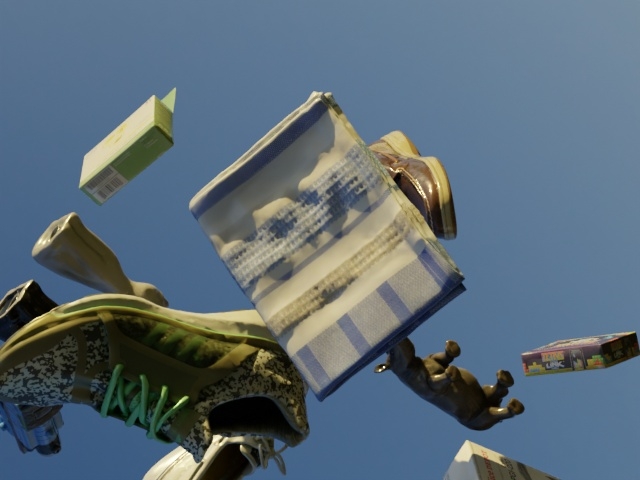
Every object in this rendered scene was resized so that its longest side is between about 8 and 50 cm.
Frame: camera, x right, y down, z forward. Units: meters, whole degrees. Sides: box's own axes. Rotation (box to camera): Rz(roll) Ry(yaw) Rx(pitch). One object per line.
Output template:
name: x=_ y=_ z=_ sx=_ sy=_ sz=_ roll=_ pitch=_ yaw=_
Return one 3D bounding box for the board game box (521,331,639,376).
board game box: x=0.481 y=0.210 z=2.216 sx=0.141 sy=0.170 sz=0.048 roll=-8 pitch=-94 yaw=-50

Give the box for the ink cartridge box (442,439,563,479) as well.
ink cartridge box: x=0.298 y=0.401 z=1.761 sx=0.218 sy=0.092 sz=0.158 roll=22 pitch=-163 yaw=-9

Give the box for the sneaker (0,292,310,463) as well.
sneaker: x=-0.183 y=0.176 z=1.421 sx=0.411 sy=0.158 sz=0.182 roll=2 pitch=-141 yaw=-21

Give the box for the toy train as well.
toy train: x=-0.406 y=0.233 z=1.667 sx=0.080 sy=0.184 sz=0.105 roll=-34 pitch=-125 yaw=-27

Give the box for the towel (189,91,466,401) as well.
towel: x=0.000 y=0.000 z=1.282 sx=0.285 sy=0.209 sz=0.034 roll=55 pitch=-171 yaw=23

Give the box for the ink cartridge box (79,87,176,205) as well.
ink cartridge box: x=-0.320 y=-0.175 z=2.014 sx=0.056 sy=0.171 sz=0.235 roll=44 pitch=-162 yaw=-27

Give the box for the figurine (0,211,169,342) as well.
figurine: x=-0.303 y=0.095 z=1.591 sx=0.209 sy=0.092 sz=0.214 roll=42 pitch=-137 yaw=-21

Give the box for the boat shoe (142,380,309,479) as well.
boat shoe: x=-0.127 y=0.351 z=2.022 sx=0.367 sy=0.156 sz=0.135 roll=-38 pitch=-54 yaw=-26

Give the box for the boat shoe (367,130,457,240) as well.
boat shoe: x=0.117 y=-0.079 z=1.871 sx=0.342 sy=0.123 sz=0.123 roll=-121 pitch=18 yaw=-62

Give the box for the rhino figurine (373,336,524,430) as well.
rhino figurine: x=0.170 y=0.197 z=1.735 sx=0.243 sy=0.106 sz=0.073 roll=31 pitch=-131 yaw=-6
